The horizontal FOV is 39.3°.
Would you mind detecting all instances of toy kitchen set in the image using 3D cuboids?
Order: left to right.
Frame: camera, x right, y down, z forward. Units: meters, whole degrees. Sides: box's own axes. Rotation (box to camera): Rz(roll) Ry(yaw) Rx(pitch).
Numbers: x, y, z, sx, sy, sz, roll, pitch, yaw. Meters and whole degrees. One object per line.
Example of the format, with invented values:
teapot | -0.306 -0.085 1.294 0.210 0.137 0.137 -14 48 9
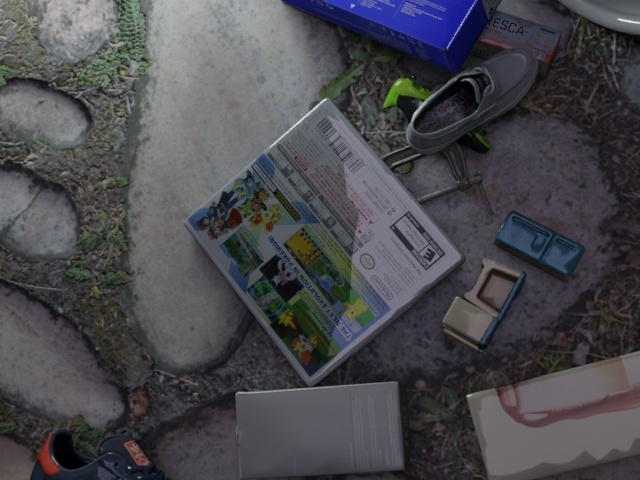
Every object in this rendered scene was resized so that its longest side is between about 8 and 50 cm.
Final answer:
toy kitchen set | 0.272 0.063 1.243 0.122 0.166 0.207 28 84 13

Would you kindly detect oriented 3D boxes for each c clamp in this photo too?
c clamp | 0.164 -0.085 1.346 0.160 0.022 0.137 -15 89 19

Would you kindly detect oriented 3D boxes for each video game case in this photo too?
video game case | 0.000 0.000 1.353 0.300 0.036 0.329 -40 76 5

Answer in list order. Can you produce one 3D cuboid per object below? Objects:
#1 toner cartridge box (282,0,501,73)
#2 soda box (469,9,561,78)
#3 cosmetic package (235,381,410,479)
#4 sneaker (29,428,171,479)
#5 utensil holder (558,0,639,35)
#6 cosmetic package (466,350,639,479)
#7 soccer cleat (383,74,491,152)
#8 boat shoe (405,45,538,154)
toner cartridge box | 0.097 -0.398 1.371 0.348 0.075 0.165 30 84 27
soda box | 0.271 -0.311 1.372 0.183 0.063 0.058 22 80 12
cosmetic package | 0.004 0.271 1.278 0.238 0.107 0.127 -4 78 11
sneaker | -0.258 0.357 1.284 0.350 0.131 0.148 11 85 11
utensil holder | 0.485 -0.542 1.259 0.327 0.327 0.385 37 83 14
cosmetic package | 0.358 0.230 1.189 0.296 0.153 0.129 -17 77 11
soccer cleat | 0.178 -0.180 1.369 0.179 0.060 0.072 38 111 10
boat shoe | 0.222 -0.207 1.291 0.227 0.081 0.079 -37 78 -1
